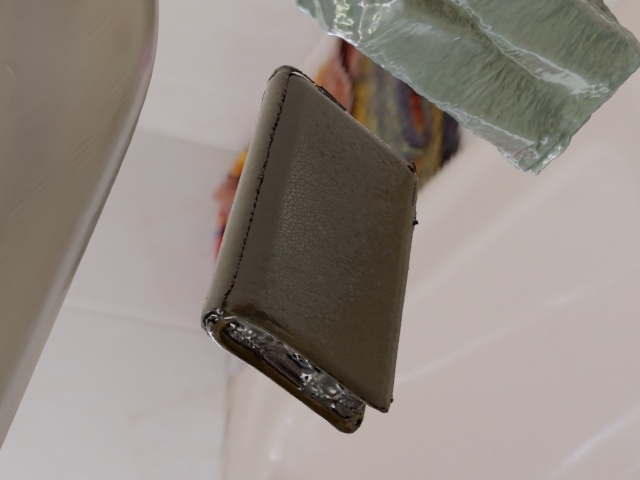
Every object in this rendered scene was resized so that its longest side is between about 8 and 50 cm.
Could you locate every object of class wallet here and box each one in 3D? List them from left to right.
[{"bbox_3d":[0.000,0.000,0.848,0.031,0.110,0.198,-38,26,34],"label":"wallet"}]

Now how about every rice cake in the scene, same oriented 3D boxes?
[{"bbox_3d":[0.069,-0.087,0.671,0.085,0.226,0.040,-45,63,12],"label":"rice cake"}]

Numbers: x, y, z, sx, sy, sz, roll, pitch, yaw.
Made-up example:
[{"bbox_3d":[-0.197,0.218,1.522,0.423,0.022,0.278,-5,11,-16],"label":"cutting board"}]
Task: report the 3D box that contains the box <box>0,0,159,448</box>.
[{"bbox_3d":[-0.237,-0.039,0.485,0.288,0.349,0.141,-66,-12,4],"label":"box"}]
